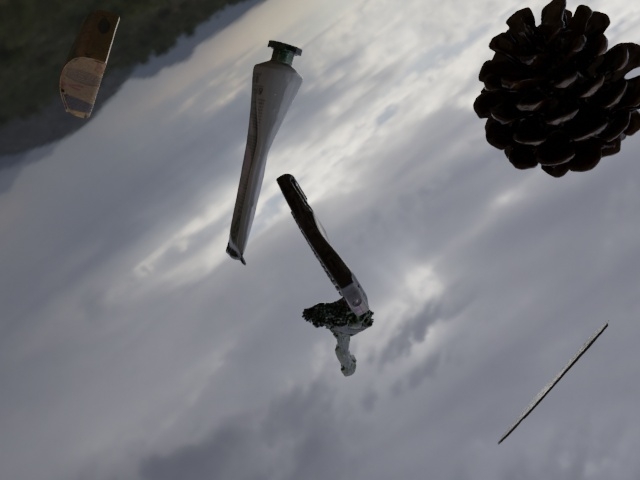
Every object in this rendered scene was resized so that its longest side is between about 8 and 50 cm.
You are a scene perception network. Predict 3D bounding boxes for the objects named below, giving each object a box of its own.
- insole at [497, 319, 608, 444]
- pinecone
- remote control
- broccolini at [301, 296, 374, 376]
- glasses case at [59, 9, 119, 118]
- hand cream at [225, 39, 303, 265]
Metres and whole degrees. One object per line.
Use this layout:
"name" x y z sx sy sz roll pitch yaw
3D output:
"insole" 0.259 0.160 1.059 0.188 0.004 0.064 -51 170 12
"pinecone" 0.268 -0.180 1.073 0.207 0.208 0.208 -34 -164 11
"remote control" 0.000 0.000 1.042 0.028 0.059 0.212 -29 -135 -2
"broccolini" 0.029 0.113 1.146 0.058 0.071 0.254 -55 166 -12
"glasses case" -0.247 -0.193 1.007 0.170 0.041 0.065 -103 -147 -60
"hand cream" -0.093 -0.131 1.430 0.121 0.076 0.336 -142 -115 -74
